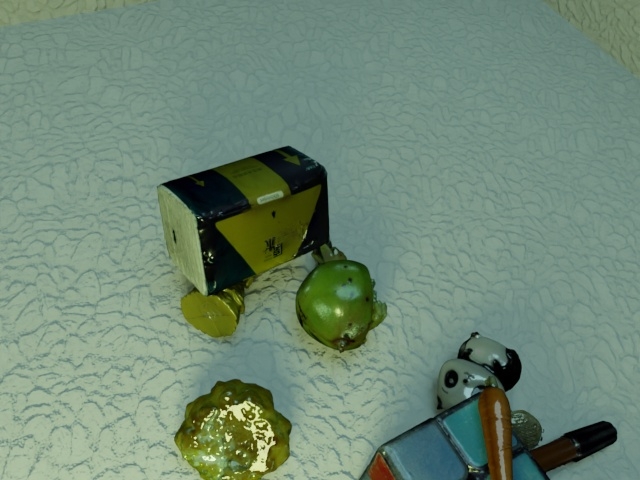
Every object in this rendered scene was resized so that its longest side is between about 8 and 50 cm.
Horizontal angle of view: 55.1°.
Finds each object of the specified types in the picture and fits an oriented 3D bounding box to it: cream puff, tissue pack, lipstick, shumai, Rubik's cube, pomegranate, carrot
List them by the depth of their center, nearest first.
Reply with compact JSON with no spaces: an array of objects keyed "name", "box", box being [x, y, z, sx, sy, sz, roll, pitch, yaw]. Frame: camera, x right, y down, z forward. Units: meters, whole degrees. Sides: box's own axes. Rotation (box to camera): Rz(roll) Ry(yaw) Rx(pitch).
[{"name":"carrot","box":[0.376,0.446,1.297,0.069,0.069,0.336,8,56,-6]},{"name":"Rubik's cube","box":[0.303,0.586,1.402,0.316,0.313,0.318,-20,58,-25]},{"name":"cream puff","box":[-0.208,0.467,1.499,0.281,0.185,0.282,0,93,-2]},{"name":"lipstick","box":[0.618,0.558,1.609,0.418,0.077,0.077,-9,54,-28]},{"name":"shumai","box":[0.512,0.503,1.651,0.145,0.146,0.116,5,12,-8]},{"name":"tissue pack","box":[-0.196,-0.069,1.672,0.416,0.264,0.253,-23,40,-31]},{"name":"pomegranate","box":[0.047,0.152,1.730,0.260,0.260,0.341,-6,48,-16]}]

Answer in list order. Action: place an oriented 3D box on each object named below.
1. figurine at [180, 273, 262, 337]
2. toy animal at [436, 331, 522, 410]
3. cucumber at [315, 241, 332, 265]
[{"name":"figurine","box":[-0.236,0.116,1.777,0.168,0.187,0.315,43,45,-4]},{"name":"toy animal","box":[0.426,0.386,1.677,0.187,0.165,0.235,23,47,36]},{"name":"cucumber","box":[0.003,0.001,1.960,0.067,0.067,0.245,-2,51,-13]}]
